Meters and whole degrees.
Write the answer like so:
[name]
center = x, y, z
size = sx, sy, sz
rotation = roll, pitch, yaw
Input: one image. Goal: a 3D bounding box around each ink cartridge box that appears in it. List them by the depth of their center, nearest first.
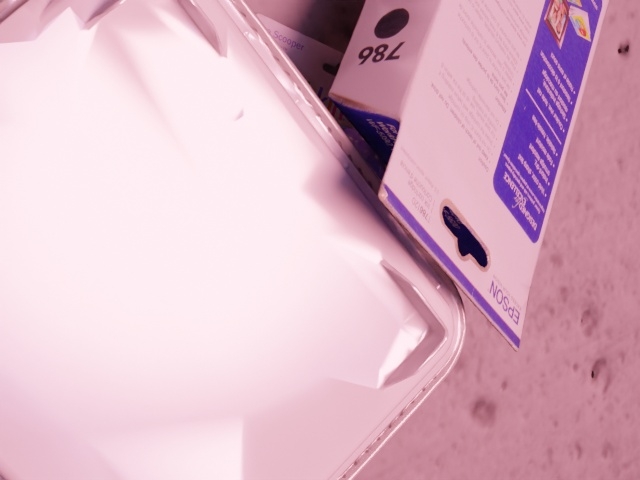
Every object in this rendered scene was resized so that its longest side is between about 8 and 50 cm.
[ink cartridge box]
center = 0.097, -0.116, 0.711
size = 0.165, 0.065, 0.333
rotation = 47, 52, -41

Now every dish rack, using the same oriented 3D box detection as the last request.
[dish rack]
center = -0.082, 0.025, 0.592
size = 0.285, 0.072, 0.333
rotation = -44, 111, -15

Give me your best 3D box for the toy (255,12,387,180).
[toy]
center = 0.000, 0.000, 0.701
size = 0.137, 0.056, 0.237
rotation = 20, 80, -37
